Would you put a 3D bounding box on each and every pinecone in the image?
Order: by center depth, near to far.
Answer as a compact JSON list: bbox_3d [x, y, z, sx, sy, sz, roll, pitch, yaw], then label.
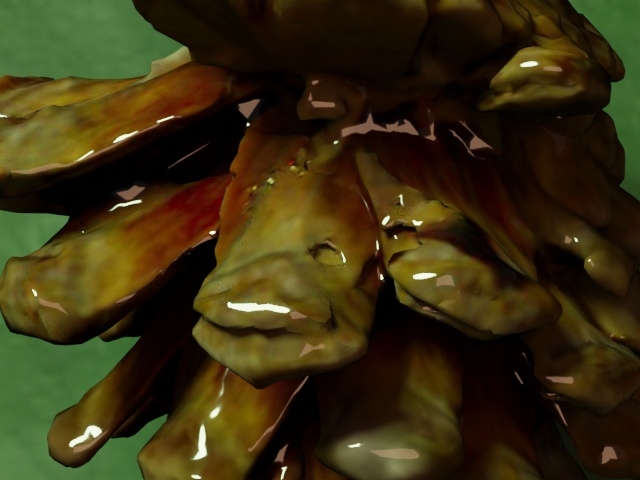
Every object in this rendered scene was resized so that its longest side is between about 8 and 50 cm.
[{"bbox_3d":[0.003,-0.002,0.404,0.150,0.179,0.195,-16,104,8],"label":"pinecone"}]
